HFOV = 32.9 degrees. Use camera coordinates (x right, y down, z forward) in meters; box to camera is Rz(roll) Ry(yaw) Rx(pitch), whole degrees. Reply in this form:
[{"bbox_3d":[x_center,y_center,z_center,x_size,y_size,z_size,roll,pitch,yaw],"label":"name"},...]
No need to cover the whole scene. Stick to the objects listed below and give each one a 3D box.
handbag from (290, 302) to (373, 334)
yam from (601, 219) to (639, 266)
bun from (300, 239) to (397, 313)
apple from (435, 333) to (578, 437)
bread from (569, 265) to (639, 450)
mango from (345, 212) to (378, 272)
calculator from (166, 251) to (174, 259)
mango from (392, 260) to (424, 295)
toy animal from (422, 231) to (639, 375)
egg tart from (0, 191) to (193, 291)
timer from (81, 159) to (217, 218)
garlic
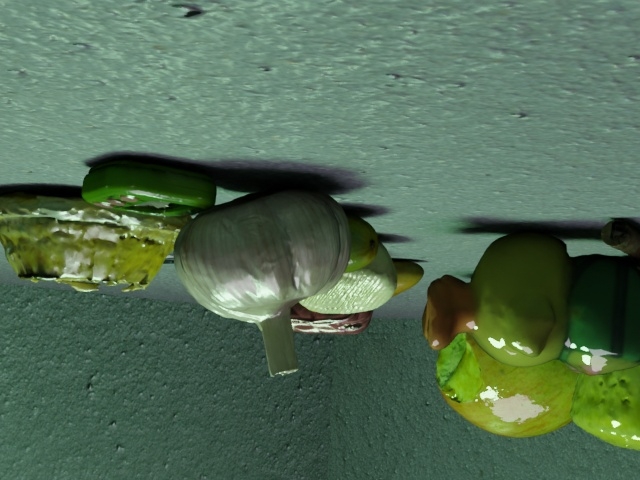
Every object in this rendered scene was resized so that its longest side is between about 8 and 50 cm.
[{"bbox_3d":[-0.015,0.088,1.934,0.225,0.146,0.135,2,168,17],"label":"handbag"},{"bbox_3d":[0.444,0.013,1.499,0.045,0.045,0.327,35,-171,28],"label":"yam"},{"bbox_3d":[0.031,0.043,1.705,0.188,0.111,0.164,4,150,-18],"label":"bun"},{"bbox_3d":[0.413,0.232,2.207,0.339,0.339,0.339,3,173,0],"label":"apple"},{"bbox_3d":[0.588,0.190,1.808,0.348,0.308,0.348,-2,177,0],"label":"bread"},{"bbox_3d":[0.004,0.000,1.461,0.122,0.085,0.191,-5,-173,-27],"label":"mango"},{"bbox_3d":[-0.306,0.021,1.980,0.268,0.040,0.177,0,176,-10],"label":"calculator"},{"bbox_3d":[0.106,0.078,2.048,0.184,0.085,0.102,-8,169,35],"label":"mango"},{"bbox_3d":[0.314,0.085,1.518,0.338,0.191,0.216,7,177,2],"label":"toy animal"},{"bbox_3d":[-0.320,0.007,1.494,0.315,0.120,0.315,3,174,0],"label":"egg tart"},{"bbox_3d":[-0.188,-0.057,1.192,0.128,0.047,0.140,9,171,-32],"label":"timer"},{"bbox_3d":[-0.058,0.049,1.250,0.218,0.212,0.218,-12,-177,1],"label":"garlic"}]
